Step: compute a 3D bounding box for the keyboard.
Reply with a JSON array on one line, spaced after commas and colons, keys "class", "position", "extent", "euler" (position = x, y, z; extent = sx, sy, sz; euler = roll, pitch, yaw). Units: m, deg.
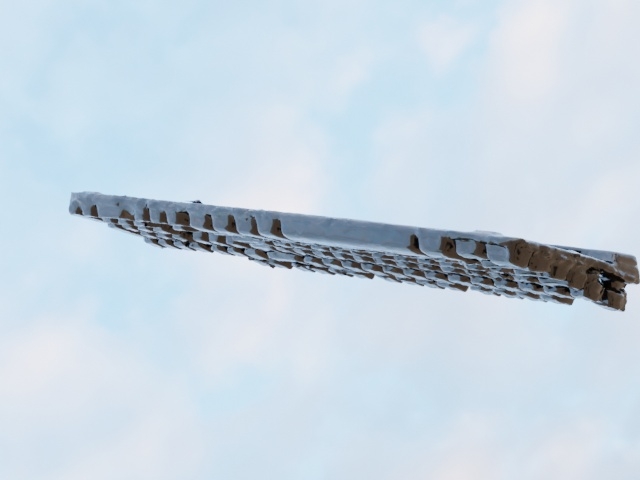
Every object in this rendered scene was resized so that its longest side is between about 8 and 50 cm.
[{"class": "keyboard", "position": [0.000, 0.000, 0.439], "extent": [0.060, 0.195, 0.018], "euler": [14, -95, -44]}]
